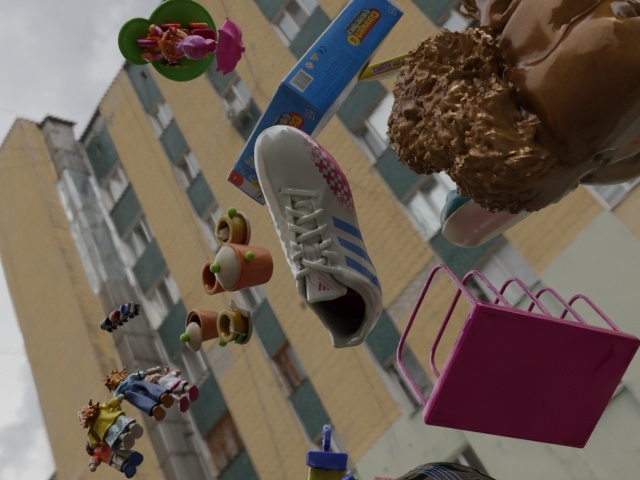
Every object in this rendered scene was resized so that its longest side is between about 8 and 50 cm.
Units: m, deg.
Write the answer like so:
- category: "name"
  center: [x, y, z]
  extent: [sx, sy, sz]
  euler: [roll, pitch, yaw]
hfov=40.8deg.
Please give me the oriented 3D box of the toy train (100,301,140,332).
- category: "toy train"
  center: [-0.413, 0.156, 1.761]
  extent: [0.036, 0.027, 0.158]
  euler: [19, -31, -31]

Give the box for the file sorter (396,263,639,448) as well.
- category: "file sorter"
  center: [0.294, 0.171, 1.341]
  extent: [0.291, 0.182, 0.202]
  euler: [13, -69, -21]

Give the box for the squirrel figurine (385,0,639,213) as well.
- category: "squirrel figurine"
  center: [0.248, -0.238, 1.069]
  extent: [0.397, 0.370, 0.281]
  euler: [-34, -26, 2]

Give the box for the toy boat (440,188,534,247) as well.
- category: "toy boat"
  center: [0.341, -0.121, 1.605]
  extent: [0.267, 0.148, 0.318]
  euler: [-30, -16, -10]

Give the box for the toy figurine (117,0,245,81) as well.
- category: "toy figurine"
  center: [-0.190, -0.295, 1.283]
  extent: [0.173, 0.159, 0.130]
  euler: [-10, -71, -36]

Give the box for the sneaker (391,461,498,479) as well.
- category: "sneaker"
  center: [0.097, 0.253, 0.808]
  extent: [0.232, 0.090, 0.081]
  euler: [16, -88, -40]

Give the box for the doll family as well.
- category: "doll family"
  center: [-0.371, 0.316, 1.651]
  extent: [0.263, 0.163, 0.118]
  euler: [-49, -47, -30]

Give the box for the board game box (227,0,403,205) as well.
- category: "board game box"
  center: [-0.012, -0.252, 1.518]
  extent: [0.308, 0.086, 0.302]
  euler: [-55, 3, -34]

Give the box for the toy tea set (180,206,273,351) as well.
- category: "toy tea set"
  center: [-0.218, 0.106, 1.777]
  extent: [0.124, 0.200, 0.336]
  euler: [-2, -59, -37]

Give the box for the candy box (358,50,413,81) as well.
- category: "candy box"
  center: [0.175, -0.337, 1.624]
  extent: [0.206, 0.027, 0.105]
  euler: [-9, 7, 43]

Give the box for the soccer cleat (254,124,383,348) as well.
- category: "soccer cleat"
  center: [0.000, 0.000, 1.193]
  extent: [0.116, 0.143, 0.331]
  euler: [-18, -68, 23]

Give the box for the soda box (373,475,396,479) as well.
- category: "soda box"
  center: [0.174, 0.439, 1.425]
  extent: [0.183, 0.063, 0.058]
  euler: [0, -40, 21]

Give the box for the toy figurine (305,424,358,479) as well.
- category: "toy figurine"
  center: [-0.028, 0.390, 1.342]
  extent: [0.191, 0.217, 0.362]
  euler: [12, -15, 3]
